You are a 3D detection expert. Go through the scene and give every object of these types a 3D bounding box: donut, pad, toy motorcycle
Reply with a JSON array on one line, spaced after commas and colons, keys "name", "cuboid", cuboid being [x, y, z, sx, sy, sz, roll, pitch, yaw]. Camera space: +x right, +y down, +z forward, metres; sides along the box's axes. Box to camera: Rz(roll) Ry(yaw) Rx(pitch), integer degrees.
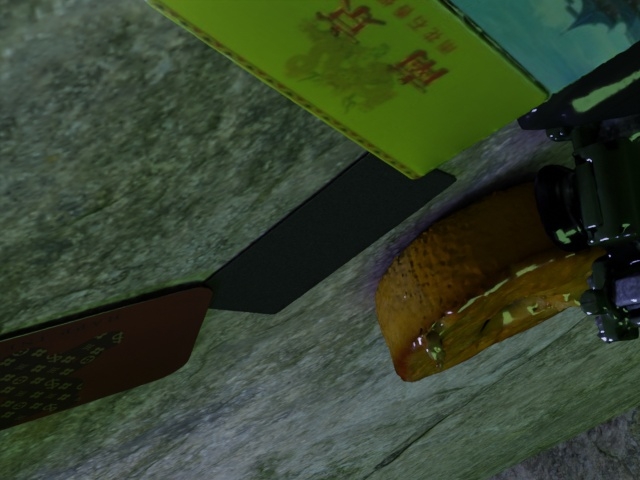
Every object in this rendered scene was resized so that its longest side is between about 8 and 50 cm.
[{"name": "donut", "cuboid": [0.162, 0.048, 0.929, 0.253, 0.118, 0.253, -23, 155, -12]}, {"name": "pad", "cuboid": [0.000, 0.000, 0.789, 0.211, 0.003, 0.143, -37, 156, 22]}, {"name": "toy motorcycle", "cuboid": [0.294, -0.012, 0.819, 0.275, 0.205, 0.127, 2, 165, -40]}, {"name": "pad", "cuboid": [-0.217, 0.107, 0.770, 0.267, 0.004, 0.181, -15, 155, -25]}]

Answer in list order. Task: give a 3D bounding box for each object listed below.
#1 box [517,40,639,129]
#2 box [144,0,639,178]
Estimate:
[{"name": "box", "cuboid": [0.294, -0.205, 0.560, 0.350, 0.091, 0.359, -14, 155, -27]}, {"name": "box", "cuboid": [0.106, -0.154, 0.386, 0.335, 0.047, 0.187, -31, 140, 31]}]
